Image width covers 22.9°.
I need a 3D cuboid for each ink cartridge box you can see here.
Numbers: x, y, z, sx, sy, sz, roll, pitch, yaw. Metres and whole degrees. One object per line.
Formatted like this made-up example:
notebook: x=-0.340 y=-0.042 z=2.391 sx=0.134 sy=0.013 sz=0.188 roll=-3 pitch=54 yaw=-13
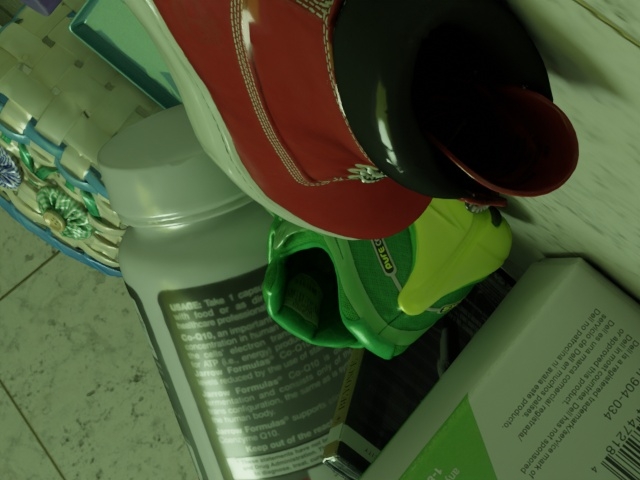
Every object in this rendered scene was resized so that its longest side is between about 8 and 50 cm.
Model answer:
ink cartridge box: x=0.169 y=0.169 z=0.842 sx=0.273 sy=0.198 sz=0.115 roll=40 pitch=177 yaw=-2

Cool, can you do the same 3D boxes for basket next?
basket: x=-0.202 y=-0.091 z=1.398 sx=0.255 sy=0.201 sz=0.289 roll=38 pitch=167 yaw=7

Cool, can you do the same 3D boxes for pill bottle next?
pill bottle: x=-0.051 y=0.045 z=1.156 sx=0.161 sy=0.161 sz=0.283 roll=33 pitch=144 yaw=63

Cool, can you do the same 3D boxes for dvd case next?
dvd case: x=0.085 y=0.093 z=0.991 sx=0.164 sy=0.221 sz=0.018 roll=40 pitch=133 yaw=-24

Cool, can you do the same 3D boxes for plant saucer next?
plant saucer: x=-0.107 y=-0.125 z=1.237 sx=0.192 sy=0.018 sz=0.067 roll=39 pitch=137 yaw=-9

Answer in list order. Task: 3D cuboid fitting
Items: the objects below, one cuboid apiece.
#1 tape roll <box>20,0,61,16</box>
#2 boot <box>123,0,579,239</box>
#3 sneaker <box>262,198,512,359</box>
tape roll: x=-0.176 y=-0.195 z=0.741 sx=0.189 sy=0.080 sz=0.189 roll=39 pitch=178 yaw=2
boot: x=0.031 y=-0.037 z=0.591 sx=0.176 sy=0.088 sz=0.244 roll=35 pitch=172 yaw=32
sneaker: x=0.002 y=-0.009 z=0.926 sx=0.109 sy=0.123 sz=0.295 roll=40 pitch=178 yaw=-19
